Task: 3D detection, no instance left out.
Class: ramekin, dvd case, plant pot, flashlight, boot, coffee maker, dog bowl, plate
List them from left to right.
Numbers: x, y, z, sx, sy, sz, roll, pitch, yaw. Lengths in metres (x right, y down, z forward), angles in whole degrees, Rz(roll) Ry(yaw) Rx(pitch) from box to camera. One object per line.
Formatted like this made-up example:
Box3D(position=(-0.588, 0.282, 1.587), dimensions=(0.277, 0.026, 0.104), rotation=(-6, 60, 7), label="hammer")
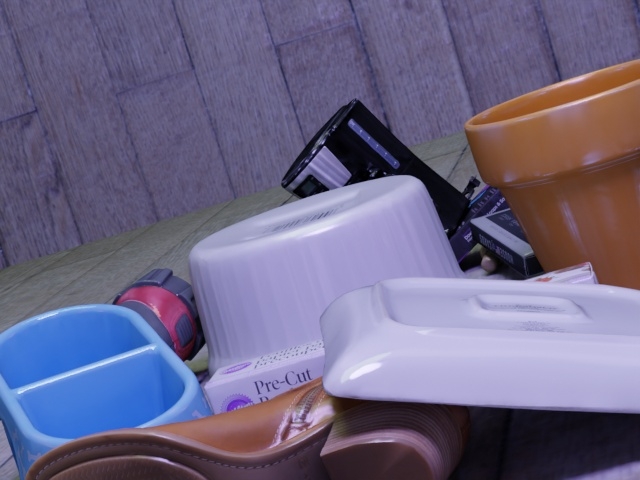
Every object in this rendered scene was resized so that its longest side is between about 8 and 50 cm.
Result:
Box3D(position=(-0.180, 0.132, 1.330), dimensions=(0.165, 0.074, 0.297), rotation=(-18, 24, -18), label="dog bowl")
Box3D(position=(-0.200, 0.122, 1.600), dimensions=(0.103, 0.103, 0.304), rotation=(-62, -7, 26), label="flashlight")
Box3D(position=(-0.039, 0.134, 1.127), dimensions=(0.283, 0.109, 0.220), rotation=(-14, 10, 12), label="boot")
Box3D(position=(0.003, 0.034, 1.655), dimensions=(0.277, 0.135, 0.277), rotation=(-17, 7, 2), label="ramekin")
Box3D(position=(0.064, -0.061, 1.841), dimensions=(0.120, 0.178, 0.171), rotation=(-45, 5, 28), label="coffee maker")
Box3D(position=(0.139, 0.064, 1.137), dimensions=(0.277, 0.045, 0.278), rotation=(3, 8, -1), label="plate")
Box3D(position=(0.290, -0.025, 1.703), dimensions=(0.238, 0.030, 0.179), rotation=(-16, 15, -9), label="dvd case")
Box3D(position=(0.248, -0.042, 1.437), dimensions=(0.205, 0.188, 0.205), rotation=(-18, 8, 3), label="plant pot")

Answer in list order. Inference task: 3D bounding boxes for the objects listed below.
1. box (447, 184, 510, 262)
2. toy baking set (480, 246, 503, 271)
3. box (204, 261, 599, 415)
Box3D(position=(0.182, -0.035, 1.844), dimensions=(0.162, 0.029, 0.116), rotation=(-48, 3, 3), label="box")
Box3D(position=(0.273, -0.017, 1.808), dimensions=(0.196, 0.030, 0.256), rotation=(-10, 15, 12), label="toy baking set")
Box3D(position=(0.071, 0.095, 1.335), dimensions=(0.324, 0.067, 0.063), rotation=(-16, 8, 9), label="box")
